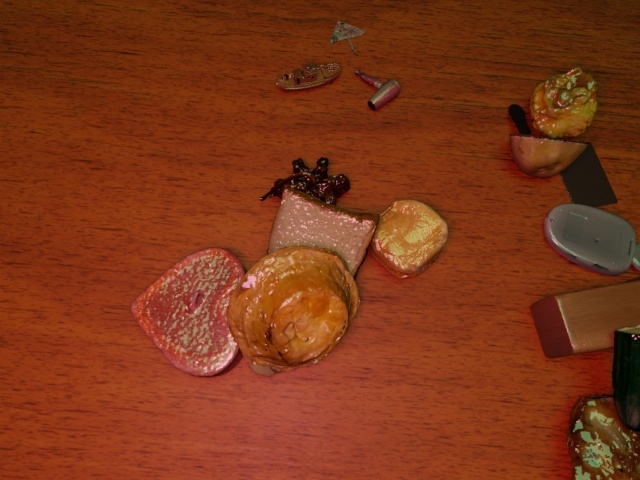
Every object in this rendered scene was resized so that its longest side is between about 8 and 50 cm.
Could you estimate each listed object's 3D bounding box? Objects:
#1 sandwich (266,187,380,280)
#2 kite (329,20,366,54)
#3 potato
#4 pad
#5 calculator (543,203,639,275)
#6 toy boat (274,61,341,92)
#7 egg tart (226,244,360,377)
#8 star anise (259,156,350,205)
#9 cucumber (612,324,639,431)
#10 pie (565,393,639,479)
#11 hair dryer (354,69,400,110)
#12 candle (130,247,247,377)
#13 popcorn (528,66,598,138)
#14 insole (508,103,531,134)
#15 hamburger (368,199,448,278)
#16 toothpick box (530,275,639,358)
[{"bbox_3d":[0.000,0.000,1.135,0.250,0.087,0.226,19,109,4],"label":"sandwich"},{"bbox_3d":[0.090,-0.669,1.459,0.138,0.011,0.157,-21,73,-7],"label":"kite"},{"bbox_3d":[0.643,-0.240,1.276,0.202,0.182,0.117,4,103,-10],"label":"potato"},{"bbox_3d":[0.789,-0.197,1.331,0.142,0.003,0.212,-10,71,-6],"label":"pad"},{"bbox_3d":[0.777,-0.003,1.242,0.298,0.041,0.186,22,71,7],"label":"calculator"},{"bbox_3d":[-0.039,-0.506,1.362,0.205,0.072,0.065,-16,71,-9],"label":"toy boat"},{"bbox_3d":[-0.042,0.174,1.024,0.340,0.129,0.342,-10,112,-26],"label":"egg tart"},{"bbox_3d":[-0.028,-0.140,1.212,0.190,0.126,0.220,39,71,6],"label":"star anise"},{"bbox_3d":[0.718,0.309,0.980,0.115,0.063,0.244,-1,95,3],"label":"cucumber"},{"bbox_3d":[0.721,0.509,1.032,0.354,0.103,0.289,-2,71,-8],"label":"pie"},{"bbox_3d":[0.162,-0.482,1.384,0.106,0.054,0.154,-37,66,-9],"label":"hair dryer"},{"bbox_3d":[-0.317,0.167,1.089,0.286,0.131,0.317,4,70,1],"label":"candle"},{"bbox_3d":[0.727,-0.402,1.322,0.197,0.155,0.198,0,83,0],"label":"popcorn"},{"bbox_3d":[0.611,-0.372,1.358,0.053,0.002,0.153,0,52,-2],"label":"insole"},{"bbox_3d":[0.231,-0.008,1.183,0.213,0.108,0.214,1,69,-3],"label":"hamburger"},{"bbox_3d":[0.720,0.194,1.105,0.307,0.187,0.191,-10,73,-2],"label":"toothpick box"}]
